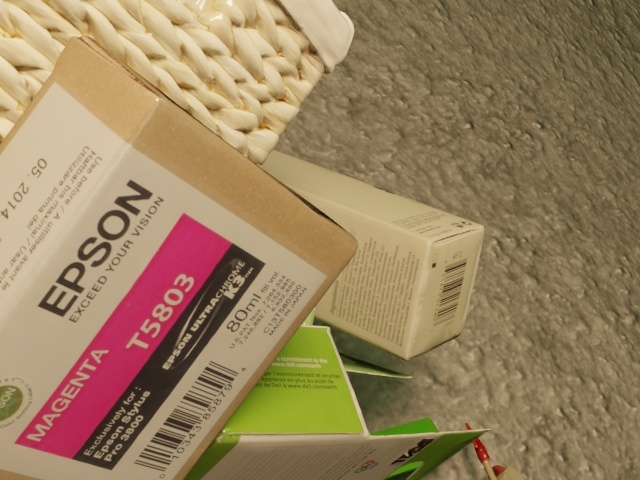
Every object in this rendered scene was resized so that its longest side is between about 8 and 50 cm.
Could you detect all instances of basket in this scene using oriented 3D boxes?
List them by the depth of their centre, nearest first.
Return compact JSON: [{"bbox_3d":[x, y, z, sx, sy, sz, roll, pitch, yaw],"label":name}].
[{"bbox_3d":[-0.225,-0.153,0.650,0.331,0.266,0.328,25,-10,38],"label":"basket"}]

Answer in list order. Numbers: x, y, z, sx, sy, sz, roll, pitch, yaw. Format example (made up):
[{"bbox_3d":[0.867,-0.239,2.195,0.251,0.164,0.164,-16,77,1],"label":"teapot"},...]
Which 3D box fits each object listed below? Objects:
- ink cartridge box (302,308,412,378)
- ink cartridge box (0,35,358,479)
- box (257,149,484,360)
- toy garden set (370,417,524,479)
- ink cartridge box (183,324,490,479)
[{"bbox_3d":[-0.057,0.068,0.850,0.235,0.171,0.056,8,92,-36],"label":"ink cartridge box"},{"bbox_3d":[-0.116,0.041,0.553,0.088,0.234,0.193,38,3,38],"label":"ink cartridge box"},{"bbox_3d":[0.000,0.000,0.897,0.275,0.113,0.094,24,24,33],"label":"box"},{"bbox_3d":[0.145,0.280,0.922,0.204,0.049,0.244,-4,55,-45],"label":"toy garden set"},{"bbox_3d":[-0.031,0.153,0.765,0.255,0.189,0.097,7,49,-40],"label":"ink cartridge box"}]
